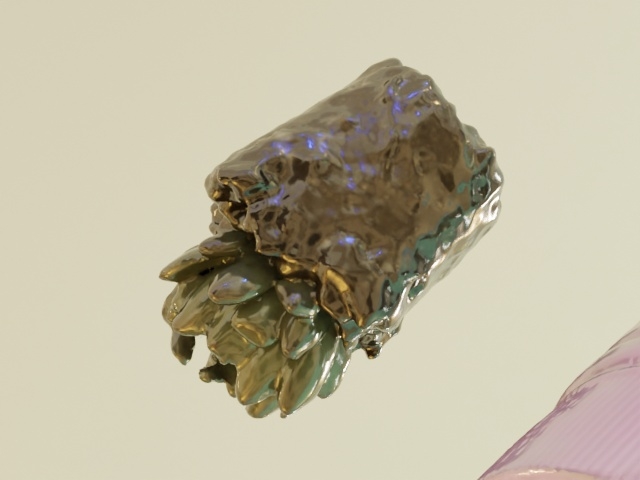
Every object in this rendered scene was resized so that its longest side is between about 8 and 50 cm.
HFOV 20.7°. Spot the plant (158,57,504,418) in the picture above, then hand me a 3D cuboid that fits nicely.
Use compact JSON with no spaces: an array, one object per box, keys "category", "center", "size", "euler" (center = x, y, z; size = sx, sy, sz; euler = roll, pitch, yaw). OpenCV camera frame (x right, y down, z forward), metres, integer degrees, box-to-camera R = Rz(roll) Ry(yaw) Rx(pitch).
[{"category":"plant","center":[0.000,0.000,0.943],"size":[0.194,0.129,0.132],"euler":[-44,-7,-10]}]

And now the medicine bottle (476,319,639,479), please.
[{"category":"medicine bottle","center":[0.171,0.065,0.557],"size":[0.254,0.152,0.152],"euler":[-36,-43,-36]}]
